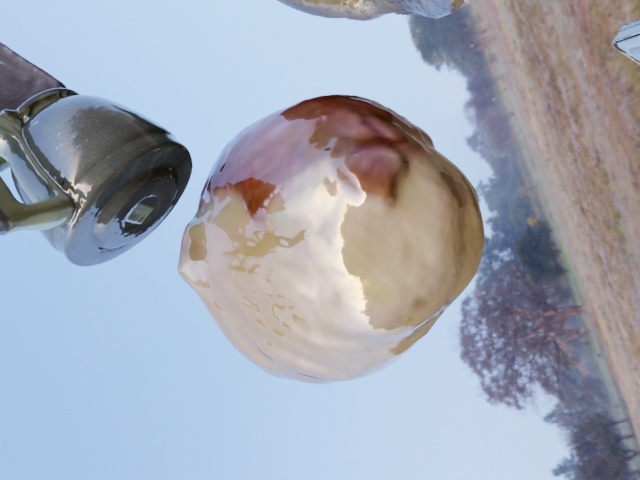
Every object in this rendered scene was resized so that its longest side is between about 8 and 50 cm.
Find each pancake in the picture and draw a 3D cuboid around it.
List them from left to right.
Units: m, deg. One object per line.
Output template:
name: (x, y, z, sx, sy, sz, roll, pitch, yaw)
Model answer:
pancake: (0.005, -0.270, 0.522, 0.282, 0.282, 0.049, -12, -64, -63)

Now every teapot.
teapot: (-0.173, -0.043, 0.362, 0.108, 0.111, 0.149, 40, -129, 9)

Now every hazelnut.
hazelnut: (0.000, 0.000, 0.464, 0.241, 0.261, 0.261, -11, -97, -26)

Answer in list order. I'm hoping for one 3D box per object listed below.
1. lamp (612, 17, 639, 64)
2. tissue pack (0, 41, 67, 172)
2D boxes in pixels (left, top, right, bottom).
lamp: (0.545, -0.219, 0.688, 0.266, 0.047, 0.269, 30, -166, -1)
tissue pack: (-0.626, -0.175, 0.787, 0.288, 0.124, 0.394, 34, -129, 8)
